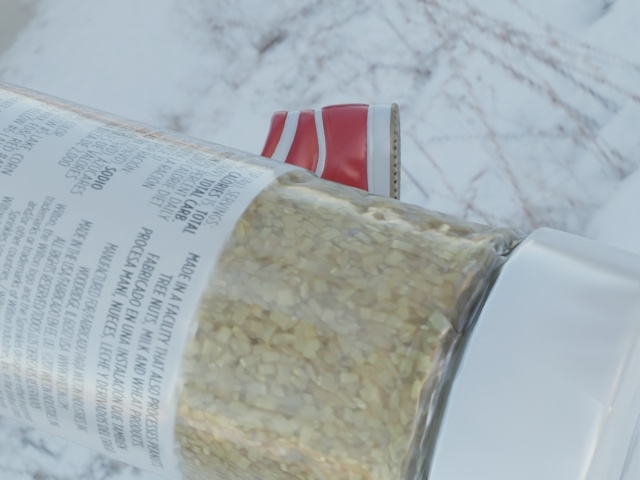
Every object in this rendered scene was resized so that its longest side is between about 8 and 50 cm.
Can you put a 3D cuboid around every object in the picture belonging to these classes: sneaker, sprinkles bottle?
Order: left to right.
[{"bbox_3d":[-0.061,0.018,0.502,0.355,0.121,0.121,17,60,19],"label":"sprinkles bottle"},{"bbox_3d":[0.000,0.000,0.615,0.067,0.119,0.042,2,4,6],"label":"sneaker"}]
